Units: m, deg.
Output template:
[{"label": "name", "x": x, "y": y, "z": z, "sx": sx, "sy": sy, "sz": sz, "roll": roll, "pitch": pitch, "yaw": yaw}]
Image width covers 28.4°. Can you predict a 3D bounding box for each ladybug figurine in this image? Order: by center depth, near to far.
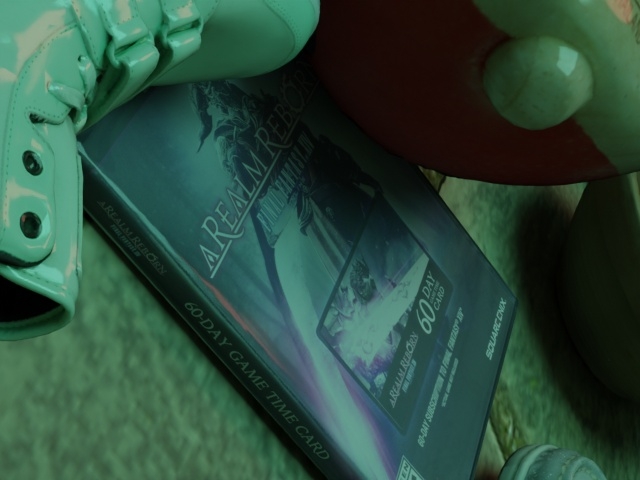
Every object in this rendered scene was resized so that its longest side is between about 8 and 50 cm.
[{"label": "ladybug figurine", "x": 0.074, "y": -0.177, "z": 0.687, "sx": 0.305, "sy": 0.162, "sz": 0.449, "roll": 49, "pitch": 24, "yaw": -24}]

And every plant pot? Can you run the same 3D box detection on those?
[{"label": "plant pot", "x": 0.244, "y": 0.037, "z": 0.886, "sx": 0.237, "sy": 0.109, "sz": 0.237, "roll": 28, "pitch": 46, "yaw": -35}]

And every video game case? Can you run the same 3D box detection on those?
[{"label": "video game case", "x": 0.000, "y": 0.000, "z": 0.615, "sx": 0.274, "sy": 0.026, "sz": 0.196, "roll": 51, "pitch": 37, "yaw": -22}]

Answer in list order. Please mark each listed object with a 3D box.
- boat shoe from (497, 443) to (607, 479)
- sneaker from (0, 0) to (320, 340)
[{"label": "boat shoe", "x": 0.185, "y": 0.254, "z": 0.666, "sx": 0.118, "sy": 0.103, "sz": 0.320, "roll": -9, "pitch": 78, "yaw": -59}, {"label": "sneaker", "x": -0.087, "y": -0.037, "z": 0.436, "sx": 0.256, "sy": 0.094, "sz": 0.151, "roll": -6, "pitch": 69, "yaw": -43}]
